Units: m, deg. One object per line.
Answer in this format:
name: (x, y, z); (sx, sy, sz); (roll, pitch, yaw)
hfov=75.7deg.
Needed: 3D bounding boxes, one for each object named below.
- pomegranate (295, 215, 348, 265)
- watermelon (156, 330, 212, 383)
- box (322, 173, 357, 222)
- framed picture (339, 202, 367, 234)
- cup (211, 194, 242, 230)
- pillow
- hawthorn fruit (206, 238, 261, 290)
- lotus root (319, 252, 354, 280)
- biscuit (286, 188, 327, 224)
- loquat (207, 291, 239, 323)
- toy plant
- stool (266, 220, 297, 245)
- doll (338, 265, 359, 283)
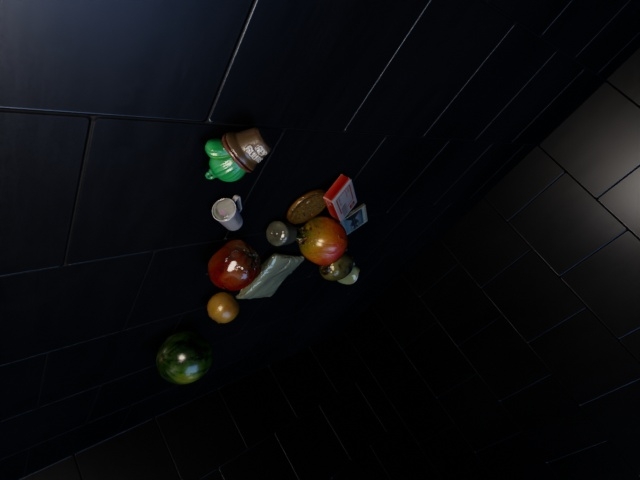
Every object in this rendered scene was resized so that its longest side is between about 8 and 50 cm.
pomegranate: (0.000, 0.000, 1.701); (0.235, 0.210, 0.210); (9, 136, -30)
watermelon: (-0.613, 0.528, 1.863); (0.242, 0.242, 0.242); (-30, 158, -13)
box: (0.081, -0.164, 1.635); (0.123, 0.050, 0.229); (-53, 160, -9)
framed picture: (0.159, -0.094, 1.985); (0.150, 0.015, 0.203); (-34, 159, -4)
cup: (-0.281, -0.090, 1.297); (0.104, 0.074, 0.116); (-61, 167, -13)
pillow: (-0.227, 0.161, 1.880); (0.280, 0.076, 0.274); (-47, 159, 15)
hawthorn fruit: (-0.327, 0.101, 1.498); (0.235, 0.181, 0.181); (-24, 167, 31)
lotus root: (0.103, 0.136, 2.219); (0.154, 0.154, 0.278); (-47, 160, 28)
biscuit: (-0.049, -0.131, 1.589); (0.188, 0.027, 0.187); (-28, 158, -13)
loquat: (-0.420, 0.290, 1.777); (0.141, 0.141, 0.141); (-30, 158, -13)
toy plant: (-0.227, -0.217, 1.057); (0.201, 0.105, 0.143); (-28, 152, 13)
stool: (-0.146, -0.026, 1.579); (0.096, 0.096, 0.110); (-44, 161, 21)
doll: (0.122, 0.185, 2.404); (0.141, 0.117, 0.296); (-38, 146, 25)
